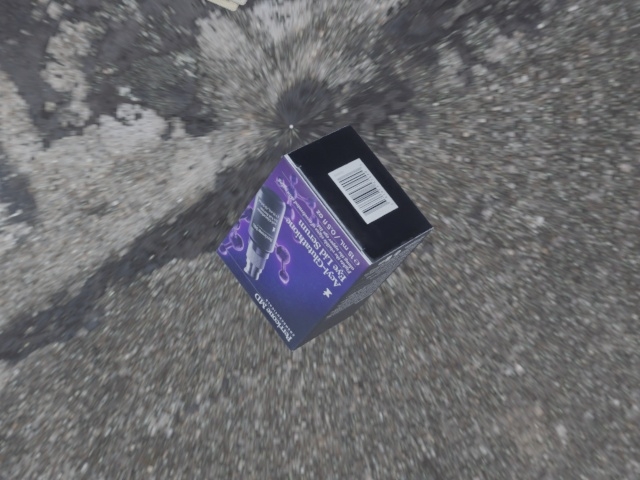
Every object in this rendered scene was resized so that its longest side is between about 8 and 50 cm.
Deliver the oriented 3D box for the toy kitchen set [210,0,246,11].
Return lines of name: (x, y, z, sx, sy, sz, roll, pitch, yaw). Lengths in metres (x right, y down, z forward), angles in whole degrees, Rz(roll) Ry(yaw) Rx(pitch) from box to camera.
toy kitchen set: (-0.074, -0.276, 0.988, 0.122, 0.207, 0.166, 21, 87, -17)

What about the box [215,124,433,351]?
box: (0.000, 0.000, 1.466, 0.108, 0.207, 0.153, -29, 75, -40)
